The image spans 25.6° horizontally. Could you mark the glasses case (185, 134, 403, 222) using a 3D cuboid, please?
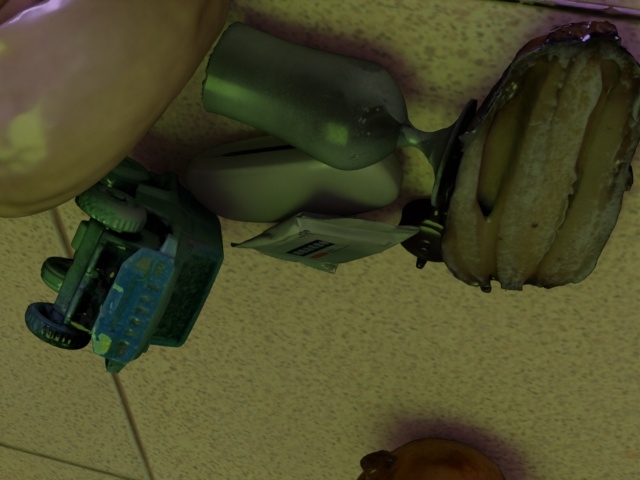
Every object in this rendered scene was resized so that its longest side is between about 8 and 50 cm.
[{"bbox_3d":[-0.028,-0.061,1.380,0.233,0.059,0.092,-6,141,34],"label":"glasses case"}]

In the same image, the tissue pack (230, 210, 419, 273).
[{"bbox_3d":[0.000,0.000,1.408,0.123,0.026,0.193,8,166,-23],"label":"tissue pack"}]

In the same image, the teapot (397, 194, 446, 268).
[{"bbox_3d":[0.108,-0.008,1.382,0.068,0.045,0.100,19,144,6],"label":"teapot"}]

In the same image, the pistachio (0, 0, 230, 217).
[{"bbox_3d":[-0.214,-0.153,1.229,0.318,0.193,0.214,-37,147,12],"label":"pistachio"}]

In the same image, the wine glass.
[{"bbox_3d":[0.014,-0.116,1.254,0.231,0.103,0.103,20,143,10],"label":"wine glass"}]

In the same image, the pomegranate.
[{"bbox_3d":[0.125,0.331,1.659,0.215,0.215,0.215,16,142,12],"label":"pomegranate"}]

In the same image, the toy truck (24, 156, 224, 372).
[{"bbox_3d":[-0.185,0.018,1.386,0.156,0.279,0.155,23,103,-12],"label":"toy truck"}]

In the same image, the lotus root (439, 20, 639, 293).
[{"bbox_3d":[0.189,-0.079,1.233,0.167,0.078,0.329,2,141,-8],"label":"lotus root"}]
